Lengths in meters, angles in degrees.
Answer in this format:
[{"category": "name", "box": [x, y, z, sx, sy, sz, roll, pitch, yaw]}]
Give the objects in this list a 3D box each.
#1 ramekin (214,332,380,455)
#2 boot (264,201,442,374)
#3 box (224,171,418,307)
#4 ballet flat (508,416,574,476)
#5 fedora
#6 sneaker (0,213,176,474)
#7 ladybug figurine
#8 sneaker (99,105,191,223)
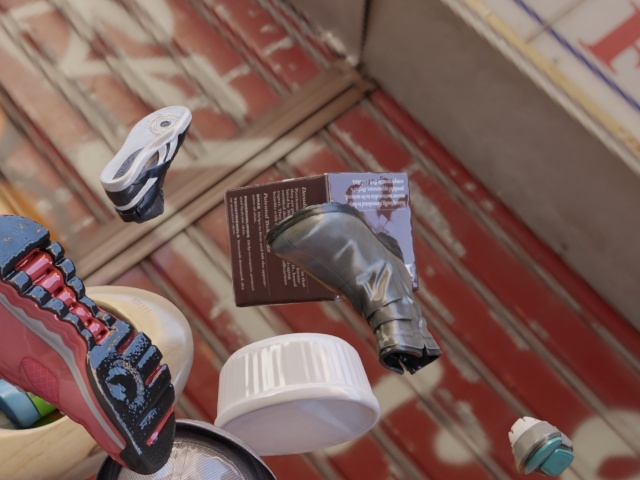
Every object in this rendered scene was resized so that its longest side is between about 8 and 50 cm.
[{"category": "ramekin", "box": [-0.044, 0.251, 1.986, 0.273, 0.273, 0.127, 94, -11, -62]}, {"category": "boot", "box": [0.050, 0.058, 1.296, 0.246, 0.083, 0.161, 22, 39, -54]}, {"category": "box", "box": [0.000, 0.000, 1.649, 0.203, 0.168, 0.167, -7, -93, 44]}, {"category": "ballet flat", "box": [0.264, 0.253, 1.497, 0.068, 0.072, 0.213, 46, 4, 25]}, {"category": "fedora", "box": [-0.171, 0.358, 1.489, 0.124, 0.244, 0.275, -80, 180, -61]}, {"category": "sneaker", "box": [-0.274, 0.121, 1.268, 0.136, 0.116, 0.314, -33, -83, 33]}, {"category": "ladybug figurine", "box": [-0.374, 0.230, 1.668, 0.305, 0.449, 0.162, 36, -40, 33]}, {"category": "sneaker", "box": [-0.270, -0.113, 1.939, 0.079, 0.217, 0.121, 12, -44, 29]}]
